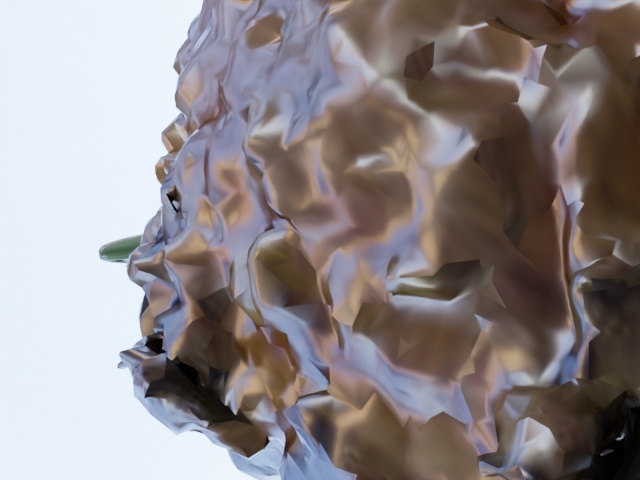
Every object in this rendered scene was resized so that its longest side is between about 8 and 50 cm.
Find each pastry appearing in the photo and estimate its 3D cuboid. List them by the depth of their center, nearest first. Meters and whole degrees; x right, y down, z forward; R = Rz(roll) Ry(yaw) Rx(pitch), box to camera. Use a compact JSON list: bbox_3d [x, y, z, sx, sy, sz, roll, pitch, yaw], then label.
[{"bbox_3d":[0.161,-0.027,0.486,0.405,0.337,0.292,-44,-41,-16],"label":"pastry"}]

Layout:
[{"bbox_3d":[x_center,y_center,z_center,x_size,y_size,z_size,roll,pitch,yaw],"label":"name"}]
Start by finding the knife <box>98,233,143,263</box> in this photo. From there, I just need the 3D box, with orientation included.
[{"bbox_3d":[0.000,-0.002,1.108,0.293,0.020,0.043,-6,-38,-4],"label":"knife"}]
